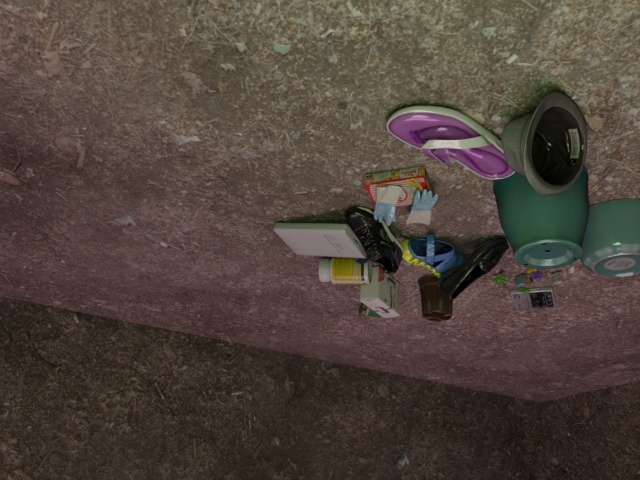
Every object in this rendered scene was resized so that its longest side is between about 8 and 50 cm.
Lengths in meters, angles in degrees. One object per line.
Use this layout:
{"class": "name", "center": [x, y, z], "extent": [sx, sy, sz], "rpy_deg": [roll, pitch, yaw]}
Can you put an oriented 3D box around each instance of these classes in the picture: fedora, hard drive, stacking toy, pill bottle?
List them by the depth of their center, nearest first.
{"class": "fedora", "center": [0.550, -0.241, 1.313], "extent": [0.275, 0.244, 0.124], "rpy_deg": [16, -179, -35]}
{"class": "hard drive", "center": [0.000, 0.000, 1.960], "extent": [0.307, 0.040, 0.203], "rpy_deg": [2, 151, 32]}
{"class": "stacking toy", "center": [0.846, 0.150, 2.122], "extent": [0.166, 0.052, 0.221], "rpy_deg": [22, 151, -23]}
{"class": "pill bottle", "center": [0.103, 0.123, 2.155], "extent": [0.208, 0.119, 0.119], "rpy_deg": [-1, 151, 14]}

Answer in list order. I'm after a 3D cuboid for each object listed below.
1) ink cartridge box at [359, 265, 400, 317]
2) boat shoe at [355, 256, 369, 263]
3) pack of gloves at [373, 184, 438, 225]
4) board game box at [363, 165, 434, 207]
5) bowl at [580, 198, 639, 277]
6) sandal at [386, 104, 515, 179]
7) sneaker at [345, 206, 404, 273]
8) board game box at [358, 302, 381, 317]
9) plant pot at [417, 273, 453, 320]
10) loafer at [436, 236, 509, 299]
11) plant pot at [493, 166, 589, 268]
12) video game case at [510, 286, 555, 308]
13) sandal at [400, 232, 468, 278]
{"class": "ink cartridge box", "center": [0.265, 0.228, 2.272], "extent": [0.092, 0.159, 0.218], "rpy_deg": [-12, 147, 30]}
{"class": "boat shoe", "center": [0.202, 0.024, 1.999], "extent": [0.066, 0.066, 0.183], "rpy_deg": [31, 137, -32]}
{"class": "pack of gloves", "center": [0.272, -0.095, 1.686], "extent": [0.194, 0.046, 0.232], "rpy_deg": [4, 154, 5]}
{"class": "board game box", "center": [0.252, -0.166, 1.654], "extent": [0.193, 0.045, 0.147], "rpy_deg": [-6, 150, 23]}
{"class": "bowl", "center": [0.980, 0.013, 1.707], "extent": [0.311, 0.163, 0.312], "rpy_deg": [5, 151, 3]}
{"class": "sandal", "center": [0.373, -0.249, 1.410], "extent": [0.416, 0.102, 0.169], "rpy_deg": [17, 150, -18]}
{"class": "sneaker", "center": [0.193, 0.002, 1.840], "extent": [0.283, 0.124, 0.107], "rpy_deg": [43, 131, -20]}
{"class": "board game box", "center": [0.270, 0.325, 2.596], "extent": [0.136, 0.030, 0.260], "rpy_deg": [5, 152, -1]}
{"class": "plant pot", "center": [0.508, 0.255, 2.264], "extent": [0.166, 0.165, 0.167], "rpy_deg": [5, 153, 2]}
{"class": "loafer", "center": [0.574, 0.110, 1.913], "extent": [0.302, 0.095, 0.109], "rpy_deg": [-39, 127, 13]}
{"class": "plant pot", "center": [0.658, -0.063, 1.535], "extent": [0.271, 0.255, 0.272], "rpy_deg": [5, 153, 3]}
{"class": "video game case", "center": [0.952, 0.259, 2.327], "extent": [0.173, 0.022, 0.190], "rpy_deg": [-7, 149, 25]}
{"class": "sandal", "center": [0.459, 0.061, 1.962], "extent": [0.317, 0.126, 0.138], "rpy_deg": [19, 146, -24]}
